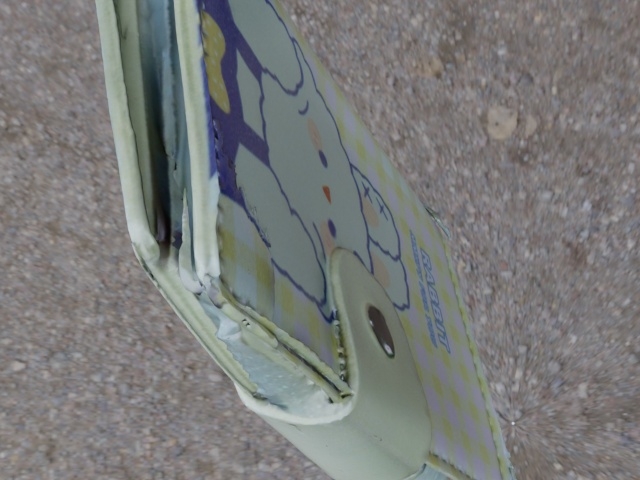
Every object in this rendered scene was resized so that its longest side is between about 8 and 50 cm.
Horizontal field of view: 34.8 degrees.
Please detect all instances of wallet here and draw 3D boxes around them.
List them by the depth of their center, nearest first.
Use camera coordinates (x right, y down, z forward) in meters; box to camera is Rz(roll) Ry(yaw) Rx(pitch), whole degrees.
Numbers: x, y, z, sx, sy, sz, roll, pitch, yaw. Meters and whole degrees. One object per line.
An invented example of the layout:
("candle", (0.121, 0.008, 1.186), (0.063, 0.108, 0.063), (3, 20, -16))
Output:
("wallet", (0.000, 0.000, 0.484), (0.077, 0.309, 0.223), (-18, 55, 18))
